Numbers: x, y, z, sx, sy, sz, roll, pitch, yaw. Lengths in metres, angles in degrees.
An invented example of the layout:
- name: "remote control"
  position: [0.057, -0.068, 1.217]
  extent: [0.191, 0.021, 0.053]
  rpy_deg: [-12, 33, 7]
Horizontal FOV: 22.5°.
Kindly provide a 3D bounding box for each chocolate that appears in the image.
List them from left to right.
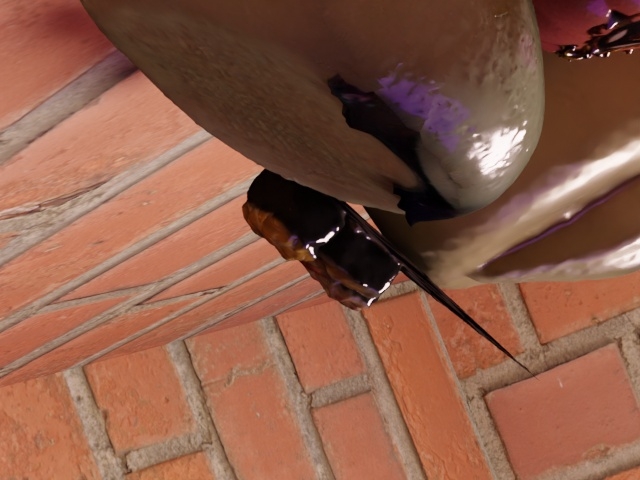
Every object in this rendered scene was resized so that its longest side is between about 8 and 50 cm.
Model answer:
- name: "chocolate"
  position: [0.141, -0.097, 1.280]
  extent: [0.326, 0.297, 0.314]
  rpy_deg: [-23, 167, 23]

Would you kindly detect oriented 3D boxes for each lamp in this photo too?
- name: "lamp"
  position: [0.195, -0.197, 1.061]
  extent: [0.182, 0.140, 0.182]
  rpy_deg: [-10, 170, -2]

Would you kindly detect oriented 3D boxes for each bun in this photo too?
- name: "bun"
  position: [0.012, -0.146, 0.915]
  extent: [0.187, 0.293, 0.293]
  rpy_deg: [-58, -179, -14]

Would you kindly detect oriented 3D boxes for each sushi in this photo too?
- name: "sushi"
  position: [0.000, 0.000, 1.229]
  extent: [0.059, 0.294, 0.292]
  rpy_deg: [-49, -143, -2]
